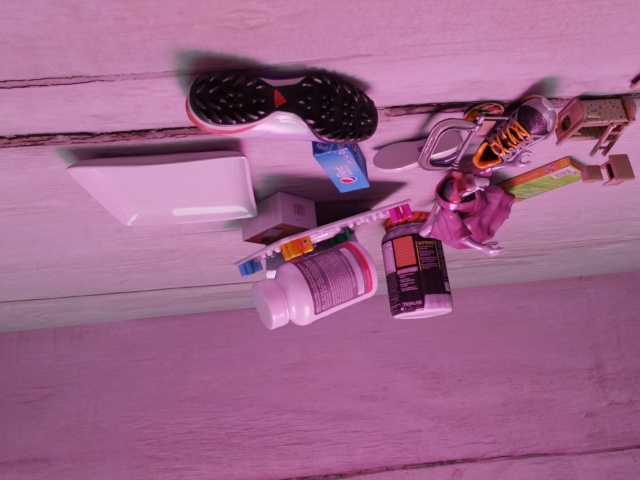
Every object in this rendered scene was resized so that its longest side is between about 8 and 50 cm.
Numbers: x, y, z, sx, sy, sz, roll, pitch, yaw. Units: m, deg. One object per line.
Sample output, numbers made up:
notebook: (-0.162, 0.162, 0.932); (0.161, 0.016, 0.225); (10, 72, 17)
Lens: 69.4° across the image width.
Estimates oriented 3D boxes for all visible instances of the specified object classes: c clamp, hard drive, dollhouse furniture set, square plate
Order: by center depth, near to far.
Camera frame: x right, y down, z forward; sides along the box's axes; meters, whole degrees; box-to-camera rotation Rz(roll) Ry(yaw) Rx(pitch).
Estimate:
dollhouse furniture set: (0.515, -0.190, 0.907); (0.182, 0.160, 0.101); (-5, 163, -7)
c clamp: (0.271, -0.189, 0.916); (0.137, 0.022, 0.160); (4, 144, -17)
square plate: (-0.327, -0.116, 1.055); (0.348, 0.049, 0.344); (-4, 164, -5)
hard drive: (-0.023, 0.045, 1.497); (0.308, 0.040, 0.203); (-4, -152, -6)

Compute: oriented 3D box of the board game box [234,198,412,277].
board game box: (0.000, 0.000, 1.271); (0.390, 0.050, 0.390); (-18, 177, -29)

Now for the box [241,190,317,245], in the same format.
box: (-0.115, -0.053, 1.264); (0.130, 0.090, 0.171); (10, 157, -43)

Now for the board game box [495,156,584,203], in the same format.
board game box: (0.578, -0.152, 1.276); (0.124, 0.039, 0.260); (10, 154, -41)

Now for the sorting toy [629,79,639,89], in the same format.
sorting toy: (0.674, -0.312, 0.771); (0.193, 0.038, 0.208); (-4, 163, -7)

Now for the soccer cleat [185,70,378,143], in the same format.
soccer cleat: (-0.059, -0.214, 0.768); (0.319, 0.108, 0.116); (-1, -177, -21)

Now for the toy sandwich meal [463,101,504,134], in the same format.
toy sandwich meal: (0.319, -0.238, 0.907); (0.086, 0.029, 0.085); (-6, 163, -2)

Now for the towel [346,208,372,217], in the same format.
towel: (0.128, -0.077, 1.411); (0.083, 0.009, 0.060); (-16, 161, 31)

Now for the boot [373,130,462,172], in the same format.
boot: (0.215, -0.175, 1.007); (0.190, 0.069, 0.086); (-11, 157, 15)

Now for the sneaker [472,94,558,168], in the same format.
sneaker: (0.378, -0.202, 0.910); (0.083, 0.084, 0.215); (-37, 172, -18)

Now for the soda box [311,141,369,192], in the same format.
soda box: (0.045, -0.171, 0.969); (0.071, 0.067, 0.210); (-10, 163, 15)

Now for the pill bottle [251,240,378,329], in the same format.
pill bottle: (-0.016, 0.126, 1.269); (0.319, 0.176, 0.176); (-19, 170, -26)

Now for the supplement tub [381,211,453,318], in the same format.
supplement tub: (0.299, 0.082, 1.467); (0.194, 0.315, 0.193); (-5, 164, -1)

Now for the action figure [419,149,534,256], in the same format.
action figure: (0.361, -0.111, 1.157); (0.276, 0.247, 0.370); (23, 178, 32)
